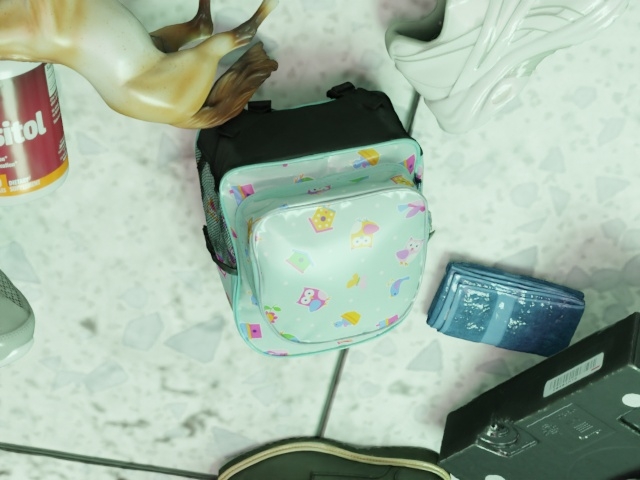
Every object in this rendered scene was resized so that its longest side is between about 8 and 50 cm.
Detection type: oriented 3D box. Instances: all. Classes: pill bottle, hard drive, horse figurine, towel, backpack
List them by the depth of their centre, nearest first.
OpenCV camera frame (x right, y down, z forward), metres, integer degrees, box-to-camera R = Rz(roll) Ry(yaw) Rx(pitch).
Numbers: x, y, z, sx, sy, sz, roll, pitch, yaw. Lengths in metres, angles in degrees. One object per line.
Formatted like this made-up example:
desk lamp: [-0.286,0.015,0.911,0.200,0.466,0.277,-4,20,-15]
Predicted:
horse figurine: [-0.134,-0.154,1.290,0.263,0.066,0.174,34,78,-29]
pill bottle: [-0.232,-0.108,1.340,0.086,0.086,0.152,-6,121,0]
backpack: [0.000,0.000,1.386,0.166,0.144,0.188,-13,134,-12]
towel: [0.149,0.058,1.497,0.119,0.029,0.067,13,120,-11]
hard drive: [0.298,0.200,1.523,0.339,0.064,0.237,33,139,-20]

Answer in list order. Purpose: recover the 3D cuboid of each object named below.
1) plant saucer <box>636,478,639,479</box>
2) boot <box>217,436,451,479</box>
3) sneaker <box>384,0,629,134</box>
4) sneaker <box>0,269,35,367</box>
plant saucer: [0.320,0.239,1.500,0.192,0.018,0.067,35,138,-25]
boot: [0.014,0.229,1.528,0.198,0.137,0.077,-5,121,0]
sneaker: [0.139,-0.181,1.321,0.115,0.090,0.232,41,110,-20]
sneaker: [-0.306,-0.022,1.325,0.281,0.105,0.115,44,125,-4]
